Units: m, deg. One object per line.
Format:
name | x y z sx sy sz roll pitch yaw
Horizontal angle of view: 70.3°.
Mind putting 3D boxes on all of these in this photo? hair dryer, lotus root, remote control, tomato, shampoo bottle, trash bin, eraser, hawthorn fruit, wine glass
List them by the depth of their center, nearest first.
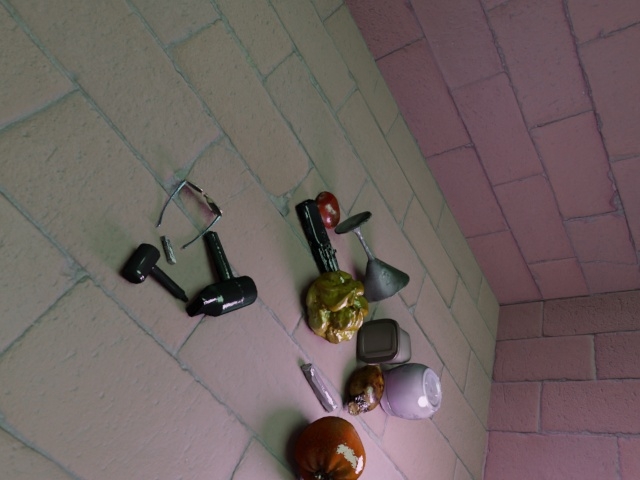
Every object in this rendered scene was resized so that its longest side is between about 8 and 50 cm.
hair dryer | -0.509 0.132 1.439 0.248 0.070 0.114 58 38 -36
eraser | -0.501 0.032 1.500 0.019 0.027 0.100 -17 91 -56
hair dryer | -0.377 0.112 1.592 0.244 0.116 0.303 -11 76 -54
hawthorn fruit | 0.046 0.809 1.774 0.277 0.276 0.298 63 18 -16
lotus root | 0.225 0.687 2.139 0.314 0.141 0.170 -47 120 -51
remote control | 0.000 0.000 2.145 0.144 0.062 0.399 -33 105 -52
tomato | 0.054 -0.153 2.252 0.174 0.082 0.166 56 38 -25
wine glass | 0.246 0.079 2.274 0.406 0.267 0.267 61 39 -18
trash bin | 0.338 0.525 2.297 0.250 0.219 0.220 34 51 -51
shampoo bottle | 0.453 0.766 2.308 0.272 0.266 0.273 28 53 -43

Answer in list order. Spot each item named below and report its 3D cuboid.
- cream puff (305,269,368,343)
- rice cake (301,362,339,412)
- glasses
cream puff | 0.104 0.294 2.006 0.290 0.257 0.325 -9 91 -46
rice cake | 0.001 0.630 1.937 0.270 0.055 0.049 60 34 -16
glasses | -0.441 -0.091 1.569 0.190 0.088 0.221 50 43 -31
